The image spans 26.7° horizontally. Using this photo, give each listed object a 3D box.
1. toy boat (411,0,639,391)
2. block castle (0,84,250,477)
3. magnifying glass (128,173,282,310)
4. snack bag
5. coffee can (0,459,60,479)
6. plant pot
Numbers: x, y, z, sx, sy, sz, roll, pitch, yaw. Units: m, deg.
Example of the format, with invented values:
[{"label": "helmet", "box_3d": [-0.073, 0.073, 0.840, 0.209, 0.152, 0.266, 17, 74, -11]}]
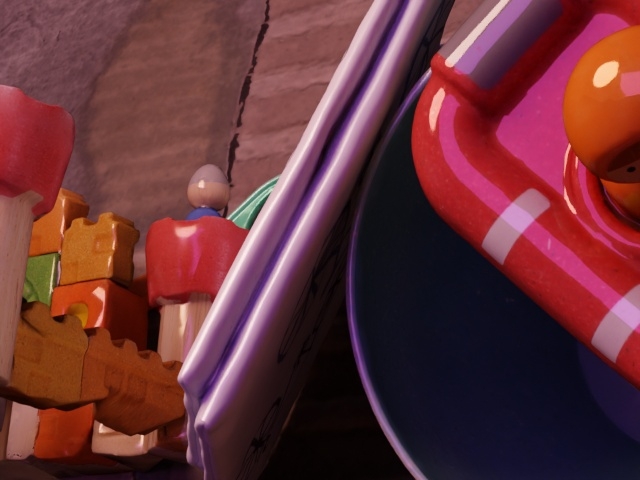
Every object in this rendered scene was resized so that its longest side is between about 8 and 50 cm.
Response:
[{"label": "toy boat", "box_3d": [0.133, -0.033, 0.516, 0.231, 0.151, 0.151, 43, 94, 25]}, {"label": "block castle", "box_3d": [-0.286, 0.032, 0.922, 0.453, 0.303, 0.212, -8, 67, 30]}, {"label": "magnifying glass", "box_3d": [-0.078, 0.015, 1.005, 0.231, 0.026, 0.092, -25, 49, 20]}, {"label": "snack bag", "box_3d": [0.000, 0.000, 0.779, 0.037, 0.342, 0.323, 23, 70, 6]}, {"label": "coffee can", "box_3d": [-0.224, 0.296, 0.794, 0.275, 0.201, 0.201, -43, 46, 3]}, {"label": "plant pot", "box_3d": [0.182, 0.031, 0.672, 0.290, 0.195, 0.290, -6, 74, 20]}]
